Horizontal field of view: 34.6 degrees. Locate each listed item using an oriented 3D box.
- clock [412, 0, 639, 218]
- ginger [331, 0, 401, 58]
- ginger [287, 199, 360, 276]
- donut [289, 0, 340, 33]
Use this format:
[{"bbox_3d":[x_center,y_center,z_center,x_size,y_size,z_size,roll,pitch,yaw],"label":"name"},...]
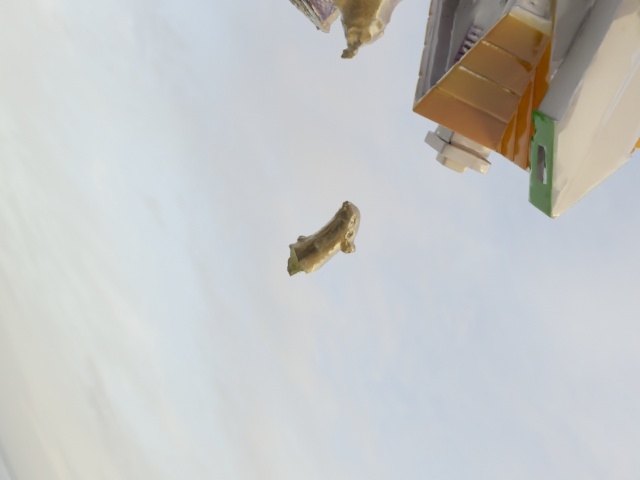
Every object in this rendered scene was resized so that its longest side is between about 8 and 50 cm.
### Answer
[{"bbox_3d":[0.190,-0.171,0.732,0.309,0.166,0.235,-63,-160,12],"label":"clock"},{"bbox_3d":[0.060,-0.355,1.264,0.123,0.219,0.270,32,-66,59],"label":"ginger"},{"bbox_3d":[0.003,0.005,1.388,0.044,0.137,0.057,30,26,-58],"label":"ginger"},{"bbox_3d":[-0.032,-0.393,1.514,0.184,0.073,0.166,48,0,26],"label":"donut"}]
